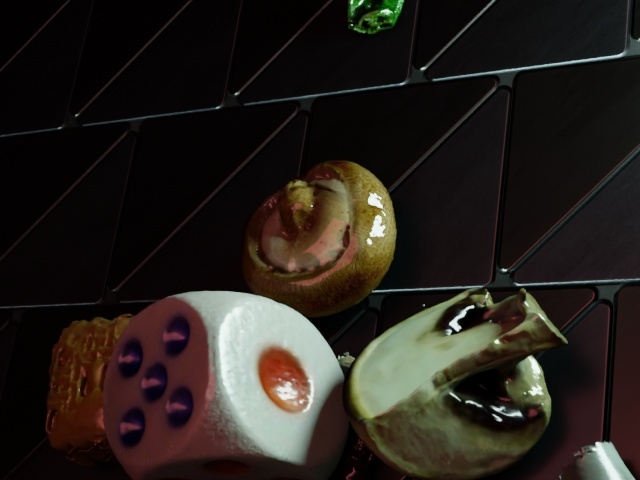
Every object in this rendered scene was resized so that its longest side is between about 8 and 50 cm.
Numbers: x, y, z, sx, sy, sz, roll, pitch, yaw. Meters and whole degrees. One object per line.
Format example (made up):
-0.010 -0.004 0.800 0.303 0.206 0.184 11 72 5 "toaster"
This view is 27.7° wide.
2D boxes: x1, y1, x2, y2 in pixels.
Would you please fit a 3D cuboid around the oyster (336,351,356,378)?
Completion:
0.015 0.215 1.886 0.177 0.056 0.105 -34 45 27 "oyster"

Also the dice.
-0.134 0.228 1.809 0.251 0.259 0.243 -25 56 39 "dice"

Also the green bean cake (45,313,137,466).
-0.313 0.228 2.026 0.224 0.131 0.230 -12 62 27 "green bean cake"

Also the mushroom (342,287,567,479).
0.189 0.190 1.755 0.292 0.212 0.217 -41 16 1 "mushroom"

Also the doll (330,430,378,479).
0.041 0.330 1.821 0.165 0.057 0.139 -6 68 33 "doll"

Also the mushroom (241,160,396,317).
0.000 0.000 1.937 0.253 0.153 0.253 -15 59 25 "mushroom"

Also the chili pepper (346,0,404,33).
0.100 -0.461 2.145 0.099 0.083 0.253 8 75 23 "chili pepper"

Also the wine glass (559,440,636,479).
0.370 0.361 1.584 0.103 0.103 0.222 -33 55 13 "wine glass"
